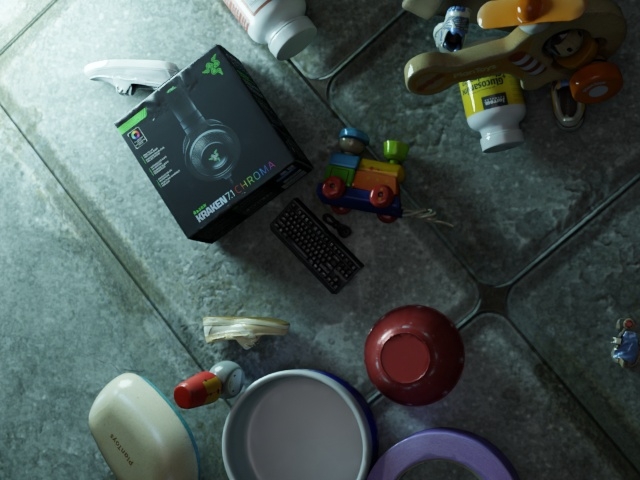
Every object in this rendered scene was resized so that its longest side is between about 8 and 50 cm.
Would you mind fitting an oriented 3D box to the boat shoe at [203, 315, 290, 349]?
[{"bbox_3d":[-0.134,0.169,1.953,0.170,0.063,0.059,0,89,24],"label":"boat shoe"}]

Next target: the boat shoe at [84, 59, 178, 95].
[{"bbox_3d":[-0.361,-0.307,2.041,0.184,0.066,0.063,2,86,5],"label":"boat shoe"}]

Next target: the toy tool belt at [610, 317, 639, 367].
[{"bbox_3d":[0.512,0.171,1.792,0.052,0.051,0.083,10,89,14],"label":"toy tool belt"}]

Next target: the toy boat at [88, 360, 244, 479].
[{"bbox_3d":[-0.264,0.328,1.923,0.318,0.148,0.267,-44,74,32],"label":"toy boat"}]

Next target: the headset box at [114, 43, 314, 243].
[{"bbox_3d":[-0.197,-0.179,1.952,0.246,0.131,0.283,-35,78,9],"label":"headset box"}]

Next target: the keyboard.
[{"bbox_3d":[0.000,0.000,1.947,0.108,0.023,0.180,-46,78,7],"label":"keyboard"}]

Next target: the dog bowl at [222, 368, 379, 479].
[{"bbox_3d":[-0.033,0.359,1.890,0.264,0.104,0.265,-1,86,15],"label":"dog bowl"}]

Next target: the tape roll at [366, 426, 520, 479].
[{"bbox_3d":[0.210,0.461,1.831,0.274,0.090,0.275,-1,86,14],"label":"tape roll"}]

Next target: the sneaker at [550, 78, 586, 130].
[{"bbox_3d":[0.423,-0.282,1.826,0.069,0.084,0.186,-7,86,13],"label":"sneaker"}]

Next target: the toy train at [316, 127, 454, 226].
[{"bbox_3d":[0.129,-0.110,1.889,0.248,0.105,0.143,11,76,14],"label":"toy train"}]

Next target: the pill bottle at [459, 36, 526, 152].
[{"bbox_3d":[0.296,-0.249,1.846,0.103,0.103,0.184,-13,83,13],"label":"pill bottle"}]

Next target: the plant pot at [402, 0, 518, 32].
[{"bbox_3d":[0.296,-0.463,1.806,0.229,0.263,0.263,25,93,-3],"label":"plant pot"}]

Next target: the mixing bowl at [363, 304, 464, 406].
[{"bbox_3d":[0.155,0.202,1.857,0.181,0.098,0.181,-1,87,14],"label":"mixing bowl"}]

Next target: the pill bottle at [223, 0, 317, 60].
[{"bbox_3d":[-0.104,-0.438,1.950,0.121,0.121,0.216,-38,79,9],"label":"pill bottle"}]

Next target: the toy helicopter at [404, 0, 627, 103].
[{"bbox_3d":[0.304,-0.303,1.698,0.355,0.235,0.140,-13,66,9],"label":"toy helicopter"}]

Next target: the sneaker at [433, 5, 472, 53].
[{"bbox_3d":[0.216,-0.336,1.785,0.052,0.135,0.058,9,73,-1],"label":"sneaker"}]
